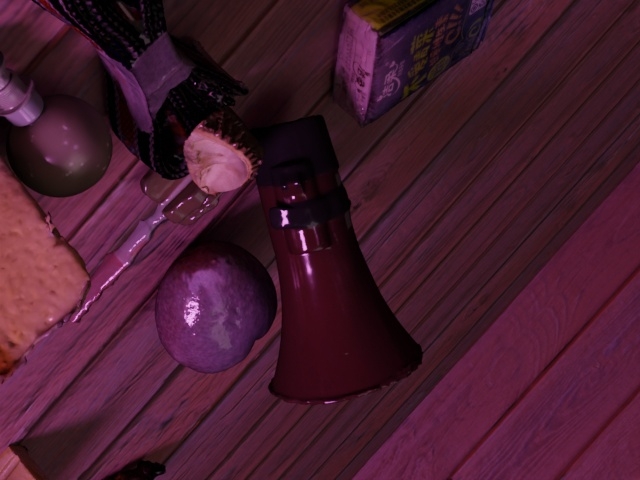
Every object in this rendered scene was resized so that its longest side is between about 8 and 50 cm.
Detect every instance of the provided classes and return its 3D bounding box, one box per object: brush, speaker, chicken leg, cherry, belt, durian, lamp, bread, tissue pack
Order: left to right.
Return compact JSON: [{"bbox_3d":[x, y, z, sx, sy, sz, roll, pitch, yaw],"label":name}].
[{"bbox_3d":[-0.310,0.032,0.746,0.240,0.178,0.135,-42,144,-17],"label":"bread"},{"bbox_3d":[-0.245,-0.104,0.815,0.091,0.091,0.163,-45,143,-7],"label":"lamp"},{"bbox_3d":[-0.347,0.426,1.531,0.234,0.063,0.105,-28,146,-35],"label":"chicken leg"},{"bbox_3d":[-0.162,-0.169,0.827,0.126,0.094,0.359,-45,157,-6],"label":"belt"},{"bbox_3d":[-0.187,-0.021,1.061,0.301,0.084,0.071,-45,160,9],"label":"brush"},{"bbox_3d":[-0.140,0.082,1.233,0.176,0.140,0.176,-22,122,-41],"label":"cherry"},{"bbox_3d":[-0.091,-0.077,0.923,0.066,0.052,0.130,-33,158,-15],"label":"durian"},{"bbox_3d":[0.020,0.008,1.206,0.259,0.198,0.329,-19,100,-57],"label":"speaker"},{"bbox_3d":[0.123,-0.267,1.206,0.235,0.073,0.173,-36,155,-24],"label":"tissue pack"}]

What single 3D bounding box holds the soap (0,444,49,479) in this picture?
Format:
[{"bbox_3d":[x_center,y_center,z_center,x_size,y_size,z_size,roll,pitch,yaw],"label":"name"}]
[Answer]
[{"bbox_3d":[-0.441,0.390,1.257,0.252,0.092,0.037,-52,159,10],"label":"soap"}]
